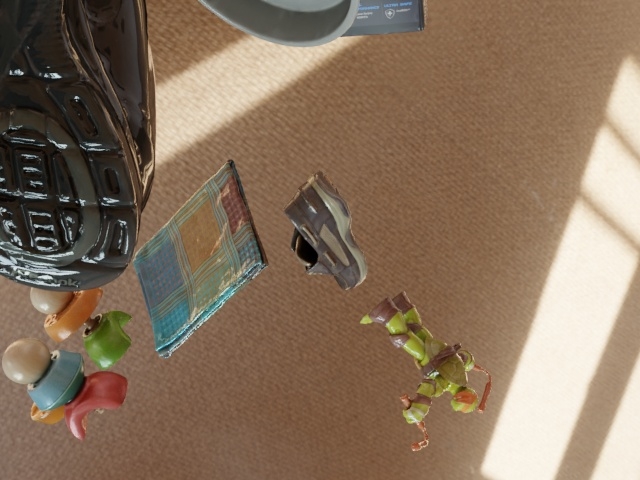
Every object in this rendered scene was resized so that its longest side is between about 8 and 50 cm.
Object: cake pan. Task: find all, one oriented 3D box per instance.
[{"bbox_3d":[-0.076,-0.359,0.839,0.293,0.293,0.054,39,67,-29],"label":"cake pan"}]

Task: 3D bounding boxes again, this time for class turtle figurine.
[{"bbox_3d":[0.157,0.178,1.012,0.269,0.217,0.087,-21,155,-51],"label":"turtle figurine"}]

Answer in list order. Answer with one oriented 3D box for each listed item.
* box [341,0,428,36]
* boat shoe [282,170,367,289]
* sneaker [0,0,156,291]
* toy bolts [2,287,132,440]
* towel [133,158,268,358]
[{"bbox_3d":[0.050,-0.543,1.318,0.295,0.073,0.294,3,121,18],"label":"box"},{"bbox_3d":[0.000,0.000,1.442,0.130,0.132,0.355,-31,142,-7],"label":"boat shoe"},{"bbox_3d":[-0.133,-0.125,0.334,0.108,0.130,0.287,3,113,-1],"label":"sneaker"},{"bbox_3d":[-0.390,0.176,0.994,0.218,0.228,0.158,-44,118,4],"label":"toy bolts"},{"bbox_3d":[-0.264,0.041,1.448,0.040,0.272,0.370,11,137,-45],"label":"towel"}]
